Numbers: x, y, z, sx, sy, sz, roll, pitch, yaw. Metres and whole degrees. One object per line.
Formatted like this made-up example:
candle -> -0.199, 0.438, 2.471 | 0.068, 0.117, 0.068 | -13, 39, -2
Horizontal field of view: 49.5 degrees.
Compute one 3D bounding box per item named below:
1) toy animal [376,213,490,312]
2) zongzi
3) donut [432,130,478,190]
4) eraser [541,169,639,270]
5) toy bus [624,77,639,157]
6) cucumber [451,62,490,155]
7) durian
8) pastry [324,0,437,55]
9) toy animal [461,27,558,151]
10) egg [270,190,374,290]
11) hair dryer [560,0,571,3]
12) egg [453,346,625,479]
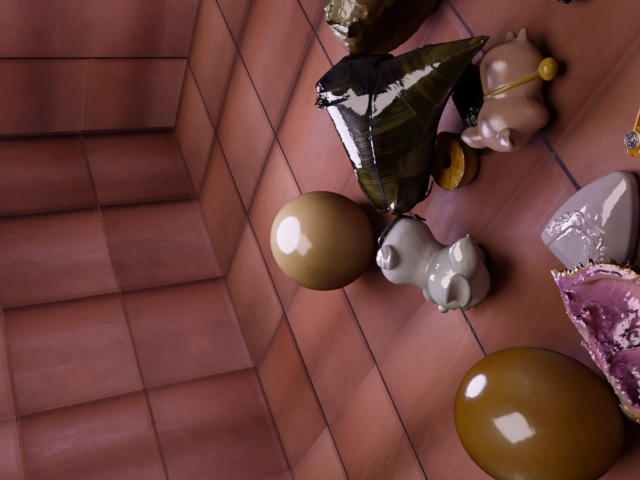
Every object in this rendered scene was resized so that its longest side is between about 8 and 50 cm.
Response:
toy animal -> 0.284, 0.064, 1.660 | 0.310, 0.247, 0.182 | 32, 91, 42
zongzi -> 0.237, -0.247, 1.574 | 0.432, 0.208, 0.403 | -3, 122, 41
donut -> 0.322, -0.193, 1.679 | 0.152, 0.058, 0.151 | 25, 119, 60
eraser -> 0.522, -0.029, 1.321 | 0.204, 0.059, 0.243 | 57, 148, 40
toy bus -> 0.573, -0.214, 1.161 | 0.074, 0.070, 0.162 | 43, 135, 51
cucumber -> 0.344, -0.302, 1.599 | 0.078, 0.062, 0.211 | -40, 61, 59
durian -> 0.571, 0.164, 1.234 | 0.191, 0.112, 0.341 | -36, 76, 42
pastry -> 0.160, -0.566, 1.638 | 0.136, 0.330, 0.329 | 55, 146, 17
toy animal -> 0.395, -0.304, 1.422 | 0.165, 0.149, 0.247 | -152, 70, -78
egg -> 0.000, 0.000, 2.102 | 0.374, 0.301, 0.300 | -174, 77, -68
hair dryer -> 0.528, -0.507, 1.201 | 0.272, 0.091, 0.235 | 38, 121, 39
egg -> 0.425, 0.353, 1.374 | 0.351, 0.283, 0.282 | -4, 94, 56
